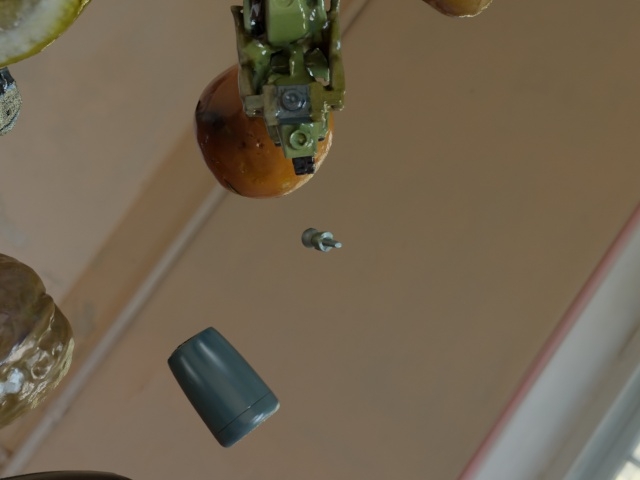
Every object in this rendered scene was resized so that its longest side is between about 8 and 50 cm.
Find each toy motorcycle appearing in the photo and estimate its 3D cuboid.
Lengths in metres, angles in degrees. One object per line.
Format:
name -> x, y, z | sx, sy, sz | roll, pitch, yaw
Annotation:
toy motorcycle -> -0.047, -0.308, 1.878 | 0.169, 0.410, 0.237 | -8, -6, 2

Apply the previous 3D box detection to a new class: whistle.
whistle -> 0.000, 0.000, 2.072 | 0.035, 0.035, 0.100 | 41, -16, -34

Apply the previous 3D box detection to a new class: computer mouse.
computer mouse -> -0.508, -0.219, 1.948 | 0.047, 0.079, 0.135 | 24, -34, 8

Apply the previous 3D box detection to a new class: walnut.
walnut -> -0.622, 0.196, 2.228 | 0.306, 0.344, 0.306 | 37, -28, 23

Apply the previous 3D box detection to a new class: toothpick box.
toothpick box -> -0.163, 0.235, 2.039 | 0.184, 0.120, 0.120 | 52, -7, 5

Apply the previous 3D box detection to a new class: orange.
orange -> -0.101, -0.192, 2.143 | 0.246, 0.246, 0.246 | 35, -8, 6

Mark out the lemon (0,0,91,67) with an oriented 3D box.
lemon -> -0.336, -0.351, 1.124 | 0.364, 0.364, 0.364 | 35, -8, 6

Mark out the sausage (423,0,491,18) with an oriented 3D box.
sausage -> 0.069, -0.353, 1.293 | 0.328, 0.112, 0.112 | 34, -6, -31

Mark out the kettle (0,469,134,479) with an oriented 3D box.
kettle -> -0.325, 0.376, 1.513 | 0.251, 0.271, 0.207 | 119, -48, -63
